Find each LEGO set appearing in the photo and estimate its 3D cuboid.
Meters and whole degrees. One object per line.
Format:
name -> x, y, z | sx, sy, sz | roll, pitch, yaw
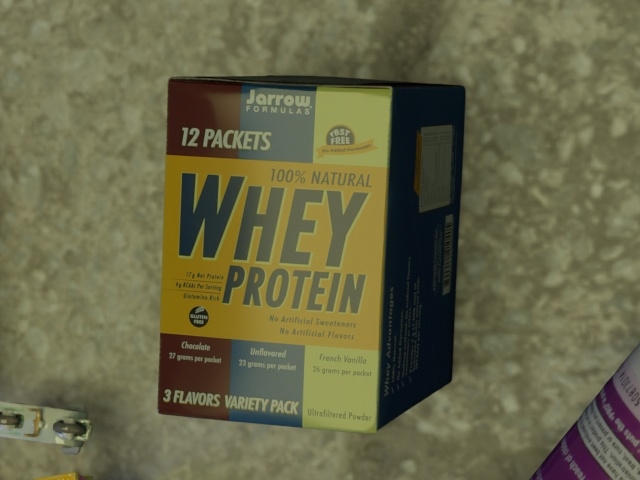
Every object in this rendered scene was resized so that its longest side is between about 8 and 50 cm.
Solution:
LEGO set -> -0.179, 0.254, 1.332 | 0.132, 0.107, 0.287 | 13, 90, 34

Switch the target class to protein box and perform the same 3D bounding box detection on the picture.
protein box -> 0.000, 0.000, 1.214 | 0.136, 0.201, 0.200 | 4, 95, 16

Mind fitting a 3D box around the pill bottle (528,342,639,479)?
pill bottle -> 0.176, 0.217, 1.199 | 0.169, 0.169, 0.301 | 39, 103, 10
